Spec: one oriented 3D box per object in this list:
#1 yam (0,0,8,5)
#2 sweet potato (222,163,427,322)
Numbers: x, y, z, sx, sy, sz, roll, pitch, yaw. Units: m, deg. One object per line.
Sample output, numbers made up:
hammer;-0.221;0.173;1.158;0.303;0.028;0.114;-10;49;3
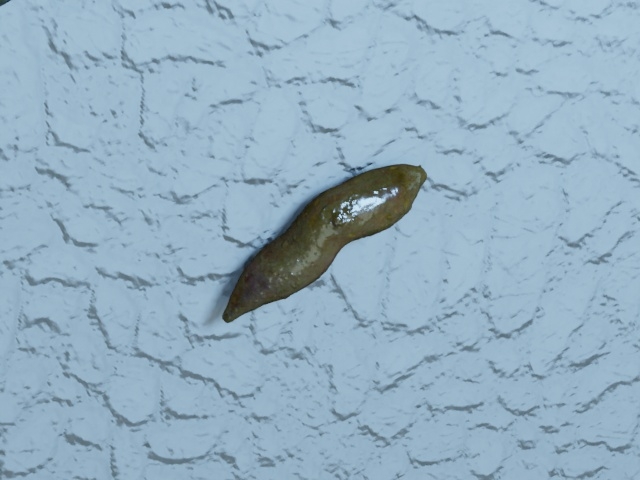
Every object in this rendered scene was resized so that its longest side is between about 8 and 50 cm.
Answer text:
yam;-0.287;-0.278;1.365;0.106;0.106;0.259;-39;100;1
sweet potato;-0.001;-0.003;1.643;0.218;0.051;0.065;-35;125;-2
